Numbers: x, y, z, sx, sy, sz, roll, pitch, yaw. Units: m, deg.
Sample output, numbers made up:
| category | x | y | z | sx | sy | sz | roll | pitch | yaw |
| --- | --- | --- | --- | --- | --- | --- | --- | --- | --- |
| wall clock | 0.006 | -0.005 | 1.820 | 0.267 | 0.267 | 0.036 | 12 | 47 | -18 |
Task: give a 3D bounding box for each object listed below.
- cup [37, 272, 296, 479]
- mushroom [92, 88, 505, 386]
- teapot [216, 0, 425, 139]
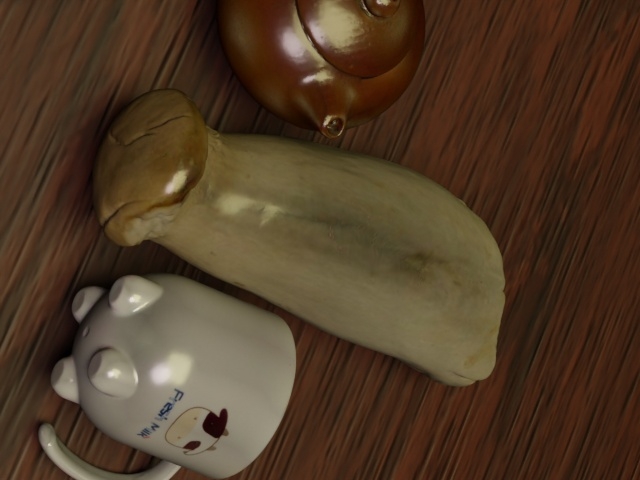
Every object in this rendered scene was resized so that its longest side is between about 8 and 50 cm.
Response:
| category | x | y | z | sx | sy | sz | roll | pitch | yaw |
| --- | --- | --- | --- | --- | --- | --- | --- | --- | --- |
| cup | -0.127 | 0.101 | 1.020 | 0.142 | 0.173 | 0.134 | 26 | 50 | -32 |
| mushroom | 0.006 | -0.007 | 1.079 | 0.407 | 0.137 | 0.154 | 26 | 93 | -39 |
| teapot | 0.019 | -0.195 | 1.056 | 0.178 | 0.135 | 0.252 | 20 | 76 | -35 |
